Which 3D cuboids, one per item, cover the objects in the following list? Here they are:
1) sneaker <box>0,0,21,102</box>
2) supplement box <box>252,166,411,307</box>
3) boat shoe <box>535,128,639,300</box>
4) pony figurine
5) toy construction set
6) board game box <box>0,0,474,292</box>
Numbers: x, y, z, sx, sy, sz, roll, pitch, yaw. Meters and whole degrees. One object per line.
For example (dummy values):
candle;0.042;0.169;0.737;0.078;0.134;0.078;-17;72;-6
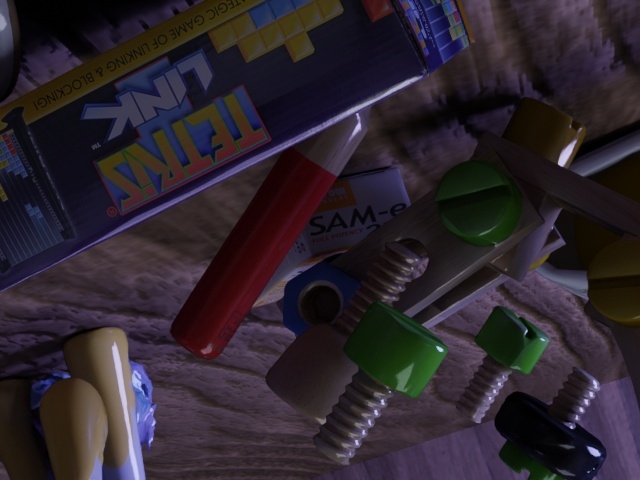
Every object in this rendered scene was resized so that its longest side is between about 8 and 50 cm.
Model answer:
sneaker;-0.128;-0.047;0.528;0.067;0.042;0.118;-15;171;-28
supplement box;0.000;0.000;0.957;0.062;0.036;0.098;-13;167;-24
boat shoe;0.261;-0.043;0.955;0.367;0.136;0.156;-13;170;33
pony figurine;-0.122;0.242;1.095;0.302;0.363;0.351;-19;169;3
toy construction set;0.112;-0.001;0.821;0.309;0.257;0.237;26;99;-44
board game box;-0.043;-0.037;0.561;0.170;0.048;0.141;-26;-174;13
